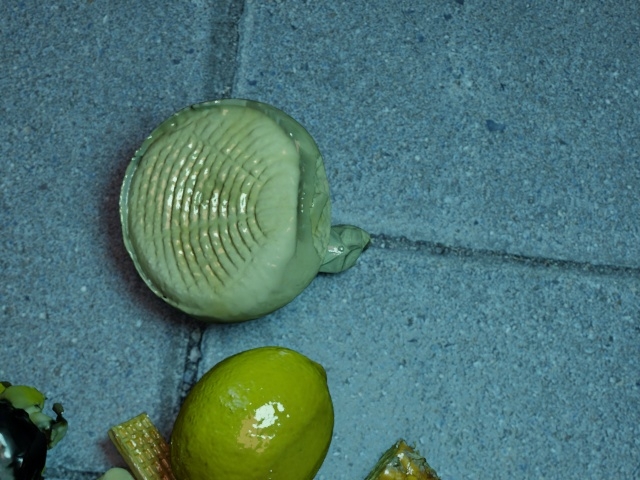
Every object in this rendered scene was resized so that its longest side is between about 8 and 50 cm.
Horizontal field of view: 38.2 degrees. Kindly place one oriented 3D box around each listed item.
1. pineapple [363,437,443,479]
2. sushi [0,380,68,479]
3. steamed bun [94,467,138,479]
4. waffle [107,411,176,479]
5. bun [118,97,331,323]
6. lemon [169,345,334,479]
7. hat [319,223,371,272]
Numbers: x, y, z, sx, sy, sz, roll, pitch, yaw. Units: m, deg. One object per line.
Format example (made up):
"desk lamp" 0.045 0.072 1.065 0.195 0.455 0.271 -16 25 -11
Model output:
"pineapple" 0.138 0.483 1.346 0.286 0.209 0.344 40 70 7
"sushi" -0.540 0.330 1.289 0.328 0.285 0.329 11 89 2
"steamed bun" -0.302 0.444 1.355 0.231 0.110 0.212 -14 71 -16
"waffle" -0.262 0.332 1.422 0.021 0.092 0.135 -44 77 25
"bun" -0.135 -0.044 1.506 0.364 0.202 0.364 -3 80 20
"lemon" -0.101 0.287 1.379 0.236 0.236 0.263 19 50 -1
"hat" -0.005 0.000 1.591 0.166 0.081 0.122 20 65 11
